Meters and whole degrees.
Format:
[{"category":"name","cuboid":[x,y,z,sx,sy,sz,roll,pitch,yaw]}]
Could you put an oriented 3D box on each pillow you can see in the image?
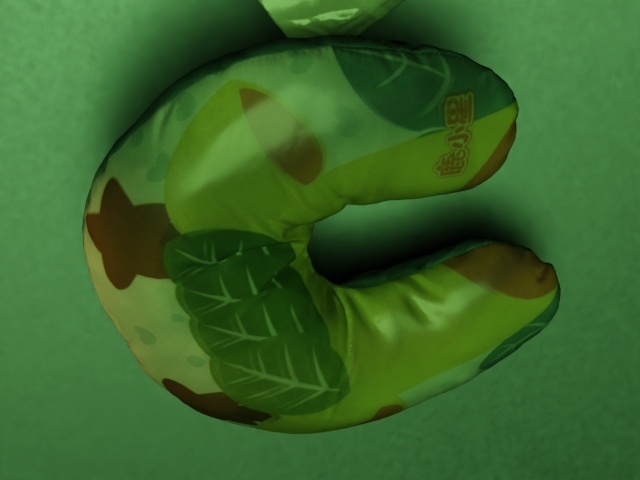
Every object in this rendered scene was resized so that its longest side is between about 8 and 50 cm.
[{"category":"pillow","cuboid":[0.000,0.000,0.938,0.214,0.086,0.233,-17,131,0]}]

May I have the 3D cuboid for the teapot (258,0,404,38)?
[{"category":"teapot","cuboid":[0.055,-0.165,0.896,0.200,0.107,0.077,-37,107,8]}]
